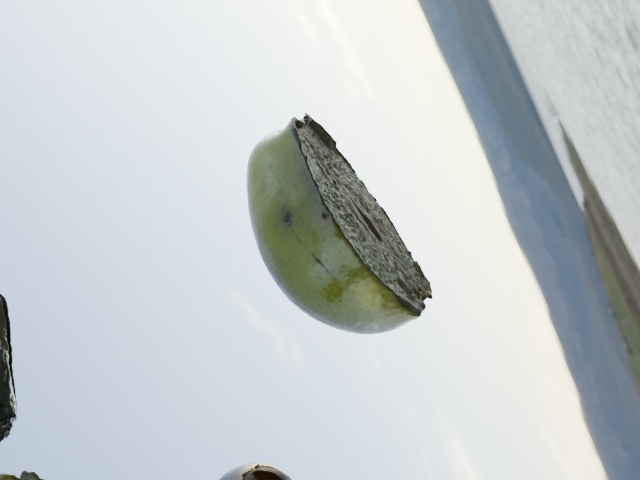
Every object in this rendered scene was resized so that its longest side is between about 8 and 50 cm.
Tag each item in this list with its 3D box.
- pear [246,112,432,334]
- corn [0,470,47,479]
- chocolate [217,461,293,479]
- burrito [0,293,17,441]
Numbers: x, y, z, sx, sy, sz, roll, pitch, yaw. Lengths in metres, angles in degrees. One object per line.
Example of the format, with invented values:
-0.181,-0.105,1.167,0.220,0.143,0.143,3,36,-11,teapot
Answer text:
0.000,0.000,1.414,0.386,0.191,0.340,55,-164,0,pear
-0.446,0.447,1.003,0.144,0.144,0.387,54,-125,-36,corn
-0.099,0.409,1.210,0.177,0.176,0.177,56,-161,-30,chocolate
-0.386,0.146,1.007,0.058,0.045,0.188,25,-131,-66,burrito
